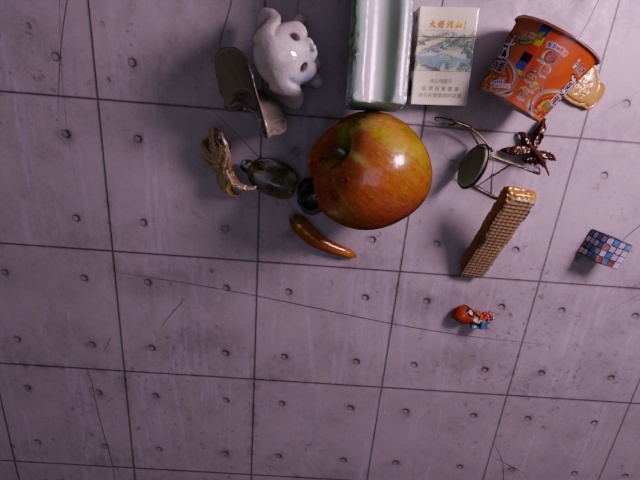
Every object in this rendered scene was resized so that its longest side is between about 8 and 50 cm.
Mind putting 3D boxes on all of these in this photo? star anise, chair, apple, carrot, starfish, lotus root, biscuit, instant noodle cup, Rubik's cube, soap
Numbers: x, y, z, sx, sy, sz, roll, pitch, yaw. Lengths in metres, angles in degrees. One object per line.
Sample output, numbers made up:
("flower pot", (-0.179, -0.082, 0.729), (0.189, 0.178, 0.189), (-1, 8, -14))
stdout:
("star anise", (0.654, -0.273, 1.224), (0.159, 0.144, 0.140), (-29, 98, 11))
("chair", (0.471, -0.236, 1.230), (0.326, 0.159, 0.170), (22, 110, -13))
("apple", (0.141, -0.189, 1.156), (0.341, 0.339, 0.338), (0, 109, 0))
("carrot", (0.000, 0.000, 1.365), (0.271, 0.066, 0.062), (37, 149, -15))
("starfish", (-0.293, -0.226, 1.250), (0.071, 0.216, 0.238), (-35, 145, -26))
("lotus root", (-0.161, -0.202, 1.274), (0.192, 0.088, 0.113), (23, 89, -8))
("biscuit", (0.788, -0.466, 1.214), (0.140, 0.023, 0.118), (18, 109, -6))
("biscuit", (0.547, -0.015, 1.277), (0.094, 0.054, 0.378), (9, 138, 0))
("instant noodle cup", (0.581, -0.460, 1.113), (0.251, 0.250, 0.192), (27, 116, -9))
("Rubik's cube", (0.948, 0.028, 1.352), (0.092, 0.092, 0.092), (19, 108, -7))
("soap", (0.148, -0.569, 1.046), (0.156, 0.261, 0.445), (2, 101, 2))

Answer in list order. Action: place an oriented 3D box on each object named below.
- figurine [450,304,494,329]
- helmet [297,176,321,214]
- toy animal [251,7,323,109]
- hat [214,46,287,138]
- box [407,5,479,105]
("figurine", (0.541, 0.275, 1.457), (0.141, 0.068, 0.074), (13, 112, 2))
("helmet", (-0.030, -0.151, 1.299), (0.098, 0.070, 0.123), (-9, 131, -11))
("toy animal", (-0.098, -0.501, 1.086), (0.174, 0.289, 0.248), (-18, 88, 8))
("hat", (-0.175, -0.410, 1.126), (0.214, 0.149, 0.244), (40, 141, 27))
("box", (0.348, -0.524, 1.169), (0.164, 0.069, 0.256), (1, 110, -1))
